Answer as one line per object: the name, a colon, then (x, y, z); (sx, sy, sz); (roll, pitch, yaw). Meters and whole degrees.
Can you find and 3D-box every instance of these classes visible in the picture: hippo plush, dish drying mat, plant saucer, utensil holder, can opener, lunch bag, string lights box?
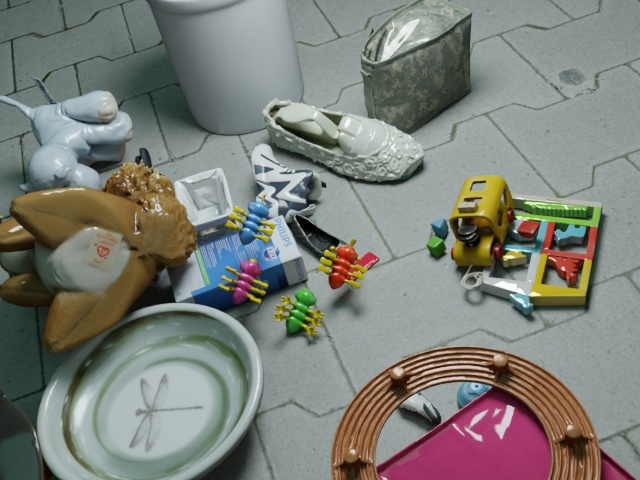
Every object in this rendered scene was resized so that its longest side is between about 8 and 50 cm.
hippo plush: (-0.575, -0.214, 1.939); (0.234, 0.294, 0.236); (-23, 48, 23)
dish drying mat: (0.078, 0.053, 1.670); (0.083, 0.008, 0.032); (-38, 48, -23)
plant saucer: (-0.285, 0.289, 1.461); (0.401, 0.100, 0.400); (-8, 45, 8)
utensil holder: (-0.224, -0.502, 2.041); (0.328, 0.385, 0.327); (-7, 45, 8)
can opener: (-0.415, -0.159, 1.992); (0.059, 0.073, 0.186); (-53, 40, 16)
lunch bag: (0.201, -0.392, 1.924); (0.287, 0.235, 0.169); (-37, 53, -22)
string lights box: (-0.171, 0.057, 1.682); (0.260, 0.076, 0.133); (-20, 44, -6)

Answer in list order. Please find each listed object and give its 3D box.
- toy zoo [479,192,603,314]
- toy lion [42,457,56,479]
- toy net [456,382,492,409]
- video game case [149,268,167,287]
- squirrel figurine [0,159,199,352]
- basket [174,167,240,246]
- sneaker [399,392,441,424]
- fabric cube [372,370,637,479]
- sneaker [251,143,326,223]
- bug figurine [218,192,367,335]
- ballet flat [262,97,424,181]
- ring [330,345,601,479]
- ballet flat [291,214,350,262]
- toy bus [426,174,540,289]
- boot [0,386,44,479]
toy zoo: (0.420, 0.026, 1.590); (0.192, 0.030, 0.293); (7, 48, 21)
toy lion: (-0.507, 0.401, 1.459); (0.096, 0.034, 0.100); (1, 45, 6)
toy net: (0.334, 0.279, 1.351); (0.122, 0.045, 0.232); (-35, 49, -23)
video game case: (-0.362, 0.048, 1.789); (0.087, 0.011, 0.122); (6, 47, 19)
squirrel figurine: (-0.453, 0.007, 1.657); (0.397, 0.280, 0.370); (-24, 13, -28)
basket: (-0.239, -0.059, 1.799); (0.113, 0.103, 0.167); (-18, 43, -3)
sneaker: (0.160, 0.277, 1.406); (0.044, 0.040, 0.109); (-44, 45, -6)
fabric cube: (0.256, 0.385, 1.107); (0.259, 0.258, 0.254); (-29, 44, -15)
sneaker: (-0.066, -0.131, 1.834); (0.153, 0.094, 0.235); (-11, 44, 2)
bug figurine: (-0.065, 0.051, 1.585); (0.279, 0.072, 0.216); (27, 83, -2)
ballet flat: (0.031, -0.235, 1.883); (0.409, 0.147, 0.147); (17, 52, 30)
ring: (0.176, 0.261, 1.047); (0.337, 0.032, 0.336); (-7, 44, 7)
ballet flat: (0.000, 0.000, 1.714); (0.173, 0.049, 0.057); (29, 59, 36)
toy bus: (0.297, -0.035, 1.595); (0.191, 0.104, 0.202); (-33, 35, -3)
boot: (-0.539, 0.347, 1.426); (0.112, 0.115, 0.305); (-27, 54, -19)
